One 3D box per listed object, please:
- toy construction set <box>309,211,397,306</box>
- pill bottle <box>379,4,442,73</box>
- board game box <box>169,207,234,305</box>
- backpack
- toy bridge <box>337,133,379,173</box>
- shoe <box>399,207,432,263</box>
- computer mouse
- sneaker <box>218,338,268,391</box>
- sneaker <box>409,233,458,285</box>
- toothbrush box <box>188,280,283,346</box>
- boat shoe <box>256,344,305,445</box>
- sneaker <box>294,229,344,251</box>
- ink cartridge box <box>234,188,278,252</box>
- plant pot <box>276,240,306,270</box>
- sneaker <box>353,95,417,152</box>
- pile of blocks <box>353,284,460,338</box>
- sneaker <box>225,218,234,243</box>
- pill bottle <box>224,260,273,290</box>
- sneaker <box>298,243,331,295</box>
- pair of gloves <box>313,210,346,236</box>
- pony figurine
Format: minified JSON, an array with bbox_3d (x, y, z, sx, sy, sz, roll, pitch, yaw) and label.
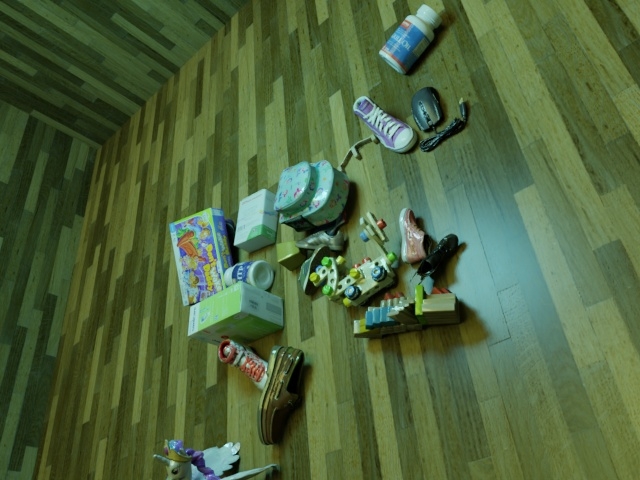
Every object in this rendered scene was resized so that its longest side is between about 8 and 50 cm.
[{"bbox_3d":[0.115,0.078,1.731,0.328,0.151,0.215,-49,42,31],"label":"toy construction set"},{"bbox_3d":[0.321,-0.713,1.994,0.222,0.124,0.124,-51,40,12],"label":"pill bottle"},{"bbox_3d":[-0.472,0.069,2.273,0.233,0.078,0.348,-18,79,29],"label":"board game box"},{"bbox_3d":[-0.029,-0.163,1.965,0.253,0.191,0.225,-11,58,39],"label":"backpack"},{"bbox_3d":[0.128,-0.316,2.037,0.188,0.026,0.063,-42,41,22],"label":"toy bridge"},{"bbox_3d":[0.285,-0.020,1.670,0.081,0.063,0.178,-17,61,38],"label":"shoe"},{"bbox_3d":[0.373,-0.429,1.819,0.184,0.060,0.262,-27,50,35],"label":"computer mouse"},{"bbox_3d":[-0.246,0.423,1.897,0.270,0.145,0.090,31,91,50],"label":"sneaker"},{"bbox_3d":[0.317,0.055,1.562,0.051,0.089,0.170,43,110,8],"label":"sneaker"},{"bbox_3d":[-0.298,0.273,1.995,0.283,0.206,0.122,-26,51,34],"label":"toothbrush box"},{"bbox_3d":[-0.119,0.484,1.752,0.104,0.110,0.308,4,81,23],"label":"boat shoe"},{"bbox_3d":[0.000,0.000,1.938,0.188,0.066,0.071,3,81,29],"label":"sneaker"},{"bbox_3d":[-0.251,-0.078,2.244,0.154,0.093,0.213,-21,55,36],"label":"ink cartridge box"},{"bbox_3d":[-0.099,0.047,2.021,0.083,0.081,0.081,-25,50,23],"label":"plant pot"},{"bbox_3d":[0.201,-0.399,1.907,0.102,0.161,0.282,-52,41,8],"label":"sneaker"},{"bbox_3d":[0.218,0.180,1.549,0.362,0.148,0.113,-20,54,39],"label":"pile of blocks"},{"bbox_3d":[-0.436,0.039,2.392,0.283,0.107,0.124,-58,10,15],"label":"sneaker"},{"bbox_3d":[-0.275,0.136,2.125,0.186,0.112,0.112,-8,62,44],"label":"pill bottle"},{"bbox_3d":[-0.030,0.083,1.907,0.086,0.064,0.192,48,124,52],"label":"sneaker"},{"bbox_3d":[0.032,-0.086,2.005,0.159,0.023,0.198,-32,46,33],"label":"pair of gloves"},{"bbox_3d":[-0.338,0.760,1.686,0.302,0.350,0.364,-9,80,48],"label":"pony figurine"}]
